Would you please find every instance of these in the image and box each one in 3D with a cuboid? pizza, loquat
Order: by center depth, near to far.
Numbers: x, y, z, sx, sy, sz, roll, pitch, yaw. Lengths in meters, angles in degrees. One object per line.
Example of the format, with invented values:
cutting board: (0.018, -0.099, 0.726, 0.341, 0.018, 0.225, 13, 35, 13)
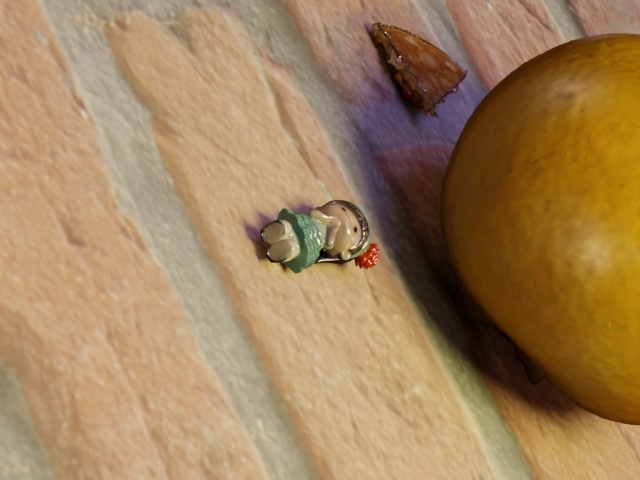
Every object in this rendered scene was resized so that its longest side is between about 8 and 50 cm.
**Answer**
loquat: (0.274, -0.025, 1.421, 0.328, 0.359, 0.328, 50, 11, -13)
pizza: (0.082, -0.162, 1.587, 0.099, 0.029, 0.100, 42, 34, -4)

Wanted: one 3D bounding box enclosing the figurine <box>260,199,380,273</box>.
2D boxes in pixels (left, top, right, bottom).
figurine: (0.000, 0.000, 1.337, 0.106, 0.047, 0.060, -9, 61, -50)
